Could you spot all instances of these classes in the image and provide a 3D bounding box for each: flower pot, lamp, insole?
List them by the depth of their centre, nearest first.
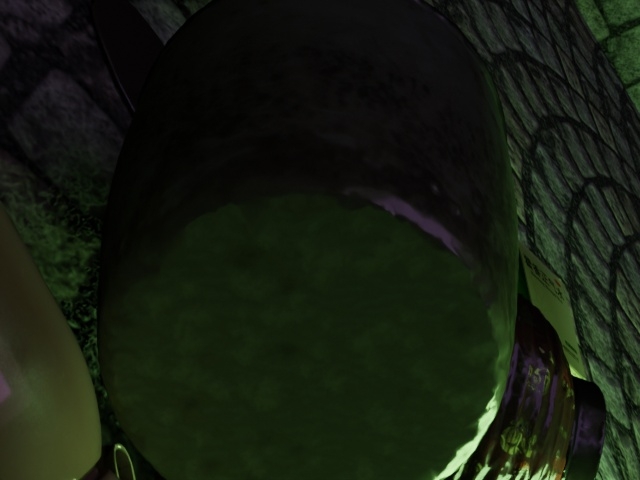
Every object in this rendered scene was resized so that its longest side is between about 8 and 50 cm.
[{"bbox_3d":[0.000,0.000,0.691,0.293,0.294,0.330,50,15,-20],"label":"flower pot"},{"bbox_3d":[0.114,0.152,0.904,0.247,0.247,0.247,40,34,-35],"label":"lamp"},{"bbox_3d":[-0.119,-0.080,0.948,0.111,0.007,0.327,-15,77,-61],"label":"insole"}]

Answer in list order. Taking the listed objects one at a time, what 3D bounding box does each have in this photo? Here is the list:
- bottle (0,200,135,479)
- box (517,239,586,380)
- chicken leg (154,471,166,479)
[{"bbox_3d":[-0.193,0.068,0.513,0.296,0.173,0.206,60,14,-2],"label":"bottle"},{"bbox_3d":[0.217,0.077,1.277,0.212,0.095,0.168,38,33,-37],"label":"box"},{"bbox_3d":[-0.100,0.225,0.622,0.113,0.093,0.304,42,27,-11],"label":"chicken leg"}]
